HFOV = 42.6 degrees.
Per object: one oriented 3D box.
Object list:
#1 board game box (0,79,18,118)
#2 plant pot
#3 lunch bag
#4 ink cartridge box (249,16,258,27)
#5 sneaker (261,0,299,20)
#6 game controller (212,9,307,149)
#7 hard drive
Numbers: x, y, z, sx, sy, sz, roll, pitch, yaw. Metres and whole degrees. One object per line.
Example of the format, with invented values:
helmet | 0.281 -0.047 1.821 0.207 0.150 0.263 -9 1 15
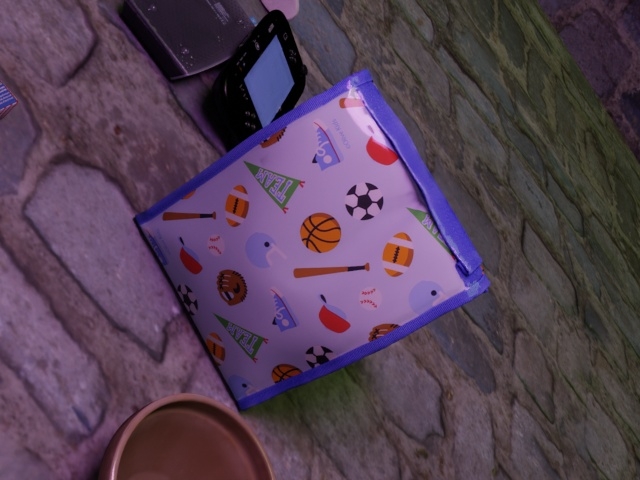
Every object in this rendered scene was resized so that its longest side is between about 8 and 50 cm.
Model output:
board game box | -0.477 -0.207 0.967 0.193 0.045 0.147 53 36 -9
plant pot | -0.167 0.303 0.933 0.237 0.109 0.237 31 45 -36
lunch bag | 0.000 0.000 1.111 0.328 0.385 0.239 59 36 0
ink cartridge box | -0.122 -0.370 1.523 0.083 0.028 0.048 57 36 -5
sneaker | -0.088 -0.533 1.647 0.212 0.080 0.094 64 24 8
game controller | -0.098 -0.273 1.422 0.319 0.067 0.167 -67 153 -48
hard drive | -0.218 -0.369 1.385 0.172 0.054 0.255 53 36 -10
